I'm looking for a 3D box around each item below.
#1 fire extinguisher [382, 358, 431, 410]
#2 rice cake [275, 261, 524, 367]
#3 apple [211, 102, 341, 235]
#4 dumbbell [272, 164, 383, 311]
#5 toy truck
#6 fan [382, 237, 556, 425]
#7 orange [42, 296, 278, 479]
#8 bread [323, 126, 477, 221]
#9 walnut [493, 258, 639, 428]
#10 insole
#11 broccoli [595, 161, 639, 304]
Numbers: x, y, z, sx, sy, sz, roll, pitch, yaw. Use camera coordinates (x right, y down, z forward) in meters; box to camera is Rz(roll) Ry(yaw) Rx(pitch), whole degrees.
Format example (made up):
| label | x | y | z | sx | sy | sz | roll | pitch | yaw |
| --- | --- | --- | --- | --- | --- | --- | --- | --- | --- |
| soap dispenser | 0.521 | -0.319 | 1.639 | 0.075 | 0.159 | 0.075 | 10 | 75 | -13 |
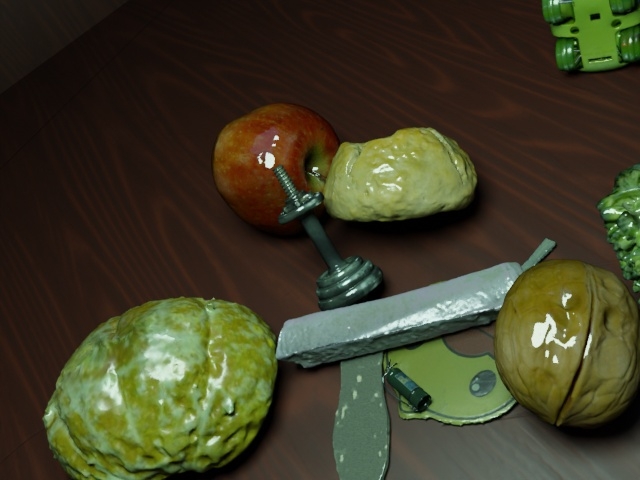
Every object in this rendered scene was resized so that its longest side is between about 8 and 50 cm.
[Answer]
| label | x | y | z | sx | sy | sz | roll | pitch | yaw |
| --- | --- | --- | --- | --- | --- | --- | --- | --- | --- |
| fire extinguisher | 0.109 | 0.195 | 0.889 | 0.038 | 0.025 | 0.083 | -47 | 45 | -4 |
| rice cake | 0.112 | 0.110 | 0.928 | 0.364 | 0.056 | 0.073 | -17 | 53 | 13 |
| apple | -0.079 | -0.127 | 1.151 | 0.229 | 0.230 | 0.230 | -15 | 46 | 17 |
| dumbbell | 0.000 | 0.000 | 0.993 | 0.110 | 0.255 | 0.110 | -31 | 9 | 5 |
| toy truck | 0.469 | -0.383 | 1.112 | 0.148 | 0.187 | 0.210 | -1 | 28 | 33 |
| fan | 0.217 | 0.115 | 0.920 | 0.335 | 0.011 | 0.229 | -46 | 45 | -14 |
| orange | -0.242 | 0.209 | 0.957 | 0.368 | 0.210 | 0.271 | -25 | 42 | 4 |
| bread | 0.122 | -0.105 | 1.038 | 0.244 | 0.134 | 0.244 | -10 | 9 | 2 |
| walnut | 0.287 | 0.118 | 0.775 | 0.167 | 0.167 | 0.207 | -1 | 52 | 28 |
| insole | 0.057 | 0.224 | 0.911 | 0.081 | 0.011 | 0.248 | -14 | 48 | 22 |
| broccoli | 0.460 | -0.003 | 0.717 | 0.288 | 0.246 | 0.248 | 44 | 38 | 15 |
